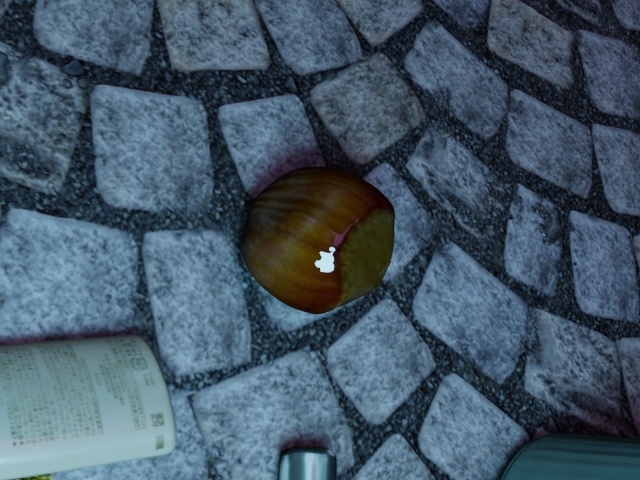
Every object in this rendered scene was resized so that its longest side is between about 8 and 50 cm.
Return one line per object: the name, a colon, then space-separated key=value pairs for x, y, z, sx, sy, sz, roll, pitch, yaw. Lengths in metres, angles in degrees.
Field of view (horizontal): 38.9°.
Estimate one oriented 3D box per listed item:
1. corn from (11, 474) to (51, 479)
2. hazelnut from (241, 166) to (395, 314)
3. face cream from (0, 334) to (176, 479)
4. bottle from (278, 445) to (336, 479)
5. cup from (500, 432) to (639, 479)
corn: x=-0.397 y=0.303 z=0.946 sx=0.244 sy=0.093 sz=0.093 roll=-7 pitch=75 yaw=-35
hazelnut: x=-0.001 y=0.003 z=1.282 sx=0.186 sy=0.210 sz=0.210 roll=42 pitch=50 yaw=-41
face cream: x=-0.346 y=0.189 z=1.018 sx=0.349 sy=0.081 sz=0.173 roll=-2 pitch=46 yaw=-33
bottle: x=-0.018 y=0.397 z=1.164 sx=0.096 sy=0.080 sz=0.253 roll=48 pitch=39 yaw=-57
cup: x=0.496 y=0.457 z=1.279 sx=0.401 sy=0.392 sz=0.310 roll=49 pitch=59 yaw=-13
